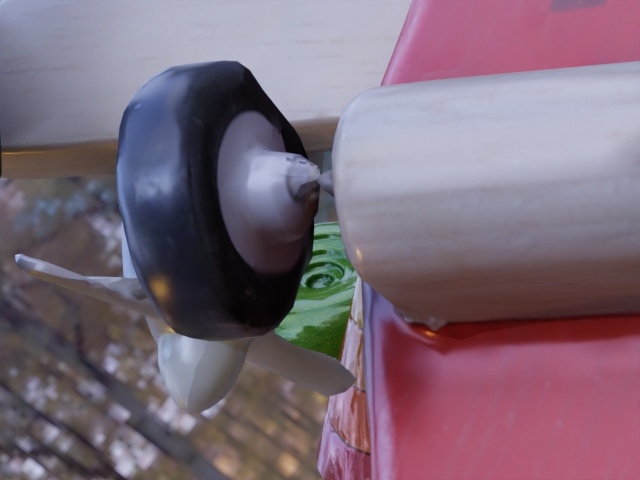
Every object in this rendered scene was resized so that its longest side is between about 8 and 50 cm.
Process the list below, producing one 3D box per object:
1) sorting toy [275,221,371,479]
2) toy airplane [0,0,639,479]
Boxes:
[{"bbox_3d":[0.000,0.000,1.030,0.127,0.365,0.126,-22,-58,-12],"label":"sorting toy"},{"bbox_3d":[0.104,-0.054,0.527,0.384,0.386,0.272,-36,-49,-9],"label":"toy airplane"}]
